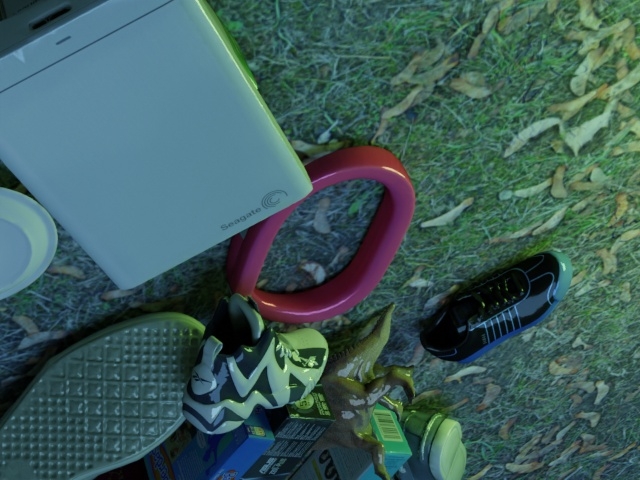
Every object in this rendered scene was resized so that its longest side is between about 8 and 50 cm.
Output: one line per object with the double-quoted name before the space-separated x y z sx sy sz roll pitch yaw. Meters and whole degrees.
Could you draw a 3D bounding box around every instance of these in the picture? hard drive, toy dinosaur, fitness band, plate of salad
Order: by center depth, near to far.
"hard drive" -0.172 -0.102 1.252 0.233 0.047 0.353 -27 143 4
"plate of salad" -0.384 0.003 1.413 0.200 0.048 0.200 -13 141 -11
"fitness band" 0.000 0.000 1.599 0.209 0.054 0.291 -1 137 -26
"toy dinosaur" 0.020 0.223 1.823 0.200 0.127 0.296 13 120 0

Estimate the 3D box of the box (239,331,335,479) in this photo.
"box" -0.078 0.233 1.753 0.077 0.147 0.180 11 131 -36

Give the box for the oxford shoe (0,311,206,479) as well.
"oxford shoe" -0.317 0.240 1.672 0.449 0.169 0.130 -40 -177 9

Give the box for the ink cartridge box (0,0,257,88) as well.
"ink cartridge box" -0.181 -0.192 1.255 0.154 0.093 0.212 -31 143 8

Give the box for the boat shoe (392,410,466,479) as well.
"boat shoe" 0.166 0.356 2.087 0.099 0.116 0.319 18 152 17

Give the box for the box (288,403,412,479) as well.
"box" 0.033 0.353 1.986 0.060 0.100 0.244 11 131 -36

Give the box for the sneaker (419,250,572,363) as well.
"sneaker" 0.237 0.091 1.800 0.232 0.081 0.090 -43 145 25

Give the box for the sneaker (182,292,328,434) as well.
"sneaker" -0.067 0.122 1.597 0.235 0.094 0.153 -19 133 -40

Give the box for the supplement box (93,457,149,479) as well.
"supplement box" -0.310 0.382 1.824 0.239 0.130 0.073 -15 140 -12

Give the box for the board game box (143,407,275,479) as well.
"board game box" -0.155 0.259 1.735 0.047 0.160 0.210 15 129 -38
